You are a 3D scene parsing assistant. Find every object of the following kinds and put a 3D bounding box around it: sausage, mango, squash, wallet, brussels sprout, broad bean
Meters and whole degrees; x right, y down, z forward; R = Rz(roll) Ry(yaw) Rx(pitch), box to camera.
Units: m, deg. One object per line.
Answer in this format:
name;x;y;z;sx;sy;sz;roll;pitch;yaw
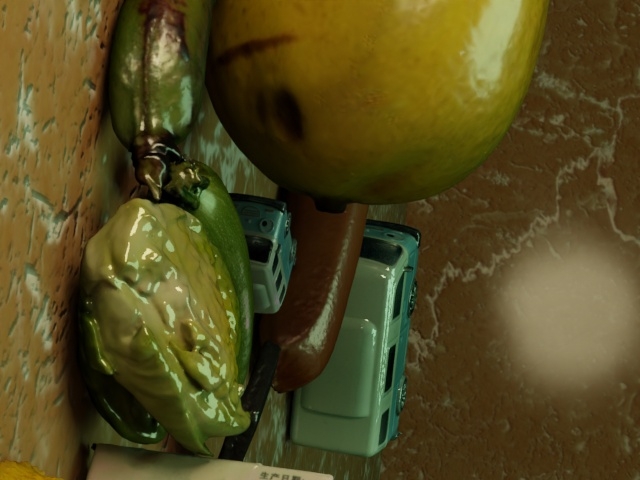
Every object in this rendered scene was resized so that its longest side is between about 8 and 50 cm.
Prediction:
sausage;0.000;0.000;1.586;0.097;0.094;0.348;74;23;-58
mango;0.034;-0.229;1.114;0.301;0.220;0.445;-37;-136;46
squash;-0.085;0.030;1.090;0.318;0.071;0.080;90;-11;-52
wallet;-0.080;0.210;1.235;0.124;0.025;0.244;-71;177;-65
brussels sprout;-0.098;0.051;0.927;0.181;0.100;0.139;54;35;-39
broad bean;-0.090;-0.165;0.965;0.077;0.061;0.339;72;23;-50

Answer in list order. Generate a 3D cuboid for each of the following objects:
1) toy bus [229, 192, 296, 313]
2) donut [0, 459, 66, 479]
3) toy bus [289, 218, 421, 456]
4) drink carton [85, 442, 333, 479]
toy bus;-0.058;0.014;1.310;0.123;0.060;0.075;82;18;-66
donut;-0.148;0.206;0.777;0.162;0.065;0.178;64;33;-74
toy bus;0.038;0.118;1.801;0.165;0.133;0.271;-36;133;-74
drink carton;-0.075;0.255;1.000;0.271;0.161;0.108;90;9;-47
